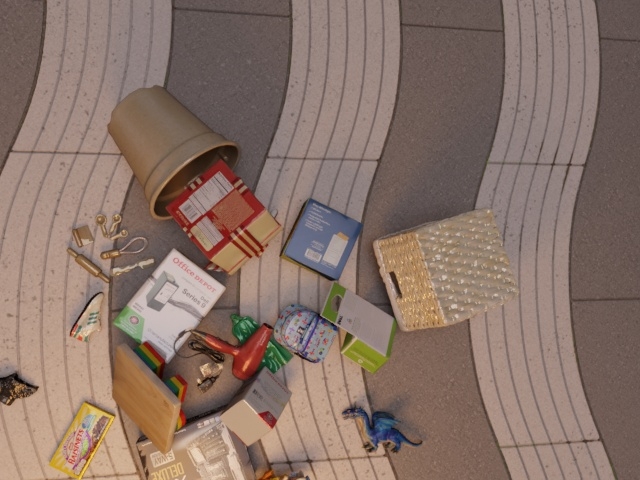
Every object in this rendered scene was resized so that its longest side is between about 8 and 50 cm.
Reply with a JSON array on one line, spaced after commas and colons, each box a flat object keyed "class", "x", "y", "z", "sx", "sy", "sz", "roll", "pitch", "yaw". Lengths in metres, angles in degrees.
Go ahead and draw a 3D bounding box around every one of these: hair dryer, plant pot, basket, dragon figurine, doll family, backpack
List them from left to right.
[{"class": "plant pot", "x": -0.466, "y": -0.285, "z": 1.726, "sx": 0.333, "sy": 0.334, "sz": 0.305, "roll": -40, "pitch": 81, "yaw": -11}, {"class": "hair dryer", "x": -0.273, "y": 0.338, "z": 1.719, "sx": 0.293, "sy": 0.080, "sz": 0.224, "roll": -24, "pitch": 120, "yaw": -11}, {"class": "doll family", "x": -0.136, "y": 0.799, "z": 1.766, "sx": 0.163, "sy": 0.118, "sz": 0.263, "roll": -3, "pitch": 117, "yaw": -22}, {"class": "backpack", "x": -0.053, "y": 0.290, "z": 1.808, "sx": 0.173, "sy": 0.117, "sz": 0.158, "roll": 35, "pitch": 80, "yaw": -22}, {"class": "dragon figurine", "x": 0.212, "y": 0.613, "z": 1.860, "sx": 0.288, "sy": 0.085, "sz": 0.144, "roll": 5, "pitch": 84, "yaw": -8}, {"class": "basket", "x": 0.396, "y": 0.091, "z": 1.822, "sx": 0.331, "sy": 0.266, "sz": 0.329, "roll": -16, "pitch": 86, "yaw": -22}]

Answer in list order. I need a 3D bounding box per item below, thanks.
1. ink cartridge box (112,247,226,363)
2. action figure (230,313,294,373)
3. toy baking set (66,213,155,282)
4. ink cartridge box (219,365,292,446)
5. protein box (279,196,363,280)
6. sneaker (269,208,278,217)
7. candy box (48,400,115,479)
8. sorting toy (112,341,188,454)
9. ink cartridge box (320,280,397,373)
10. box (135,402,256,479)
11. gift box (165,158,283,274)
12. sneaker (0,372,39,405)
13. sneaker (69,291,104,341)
[{"class": "ink cartridge box", "x": -0.460, "y": 0.196, "z": 1.757, "sx": 0.211, "sy": 0.121, "sz": 0.289, "roll": 38, "pitch": 80, "yaw": -6}, {"class": "action figure", "x": -0.210, "y": 0.325, "z": 1.821, "sx": 0.137, "sy": 0.063, "sz": 0.232, "roll": -39, "pitch": 96, "yaw": -9}, {"class": "toy baking set", "x": -0.658, "y": 0.029, "z": 1.783, "sx": 0.256, "sy": 0.030, "sz": 0.197, "roll": 44, "pitch": 79, "yaw": -4}, {"class": "ink cartridge box", "x": -0.194, "y": 0.502, "z": 1.734, "sx": 0.128, "sy": 0.176, "sz": 0.127, "roll": 47, "pitch": 119, "yaw": -3}, {"class": "protein box", "x": 0.000, "y": 0.000, "z": 1.852, "sx": 0.199, "sy": 0.136, "sz": 0.201, "roll": 26, "pitch": 81, "yaw": -7}, {"class": "sneaker", "x": -0.203, "y": -0.056, "z": 1.863, "sx": 0.152, "sy": 0.054, "sz": 0.061, "roll": -43, "pitch": 88, "yaw": -10}, {"class": "candy box", "x": -0.721, "y": 0.605, "z": 1.721, "sx": 0.105, "sy": 0.027, "sz": 0.206, "roll": 27, "pitch": 80, "yaw": -3}, {"class": "sorting toy", "x": -0.488, "y": 0.447, "z": 1.657, "sx": 0.257, "sy": 0.256, "sz": 0.089, "roll": 38, "pitch": 40, "yaw": 21}, {"class": "ink cartridge box", "x": 0.106, "y": 0.273, "z": 1.818, "sx": 0.255, "sy": 0.097, "sz": 0.189, "roll": 32, "pitch": 35, "yaw": -5}, {"class": "box", "x": -0.380, "y": 0.674, "z": 1.750, "sx": 0.307, "sy": 0.076, "sz": 0.243, "roll": -17, "pitch": 87, "yaw": -12}, {"class": "gift box", "x": -0.301, "y": -0.056, "z": 1.725, "sx": 0.276, "sy": 0.258, "sz": 0.255, "roll": -38, "pitch": 75, "yaw": -1}, {"class": "sneaker", "x": -0.937, "y": 0.423, "z": 1.688, "sx": 0.170, "sy": 0.051, "sz": 0.089, "roll": 42, "pitch": 79, "yaw": -9}, {"class": "sneaker", "x": -0.700, "y": 0.238, "z": 1.751, "sx": 0.075, "sy": 0.057, "sz": 0.161, "roll": 35, "pitch": 78, "yaw": -23}]
